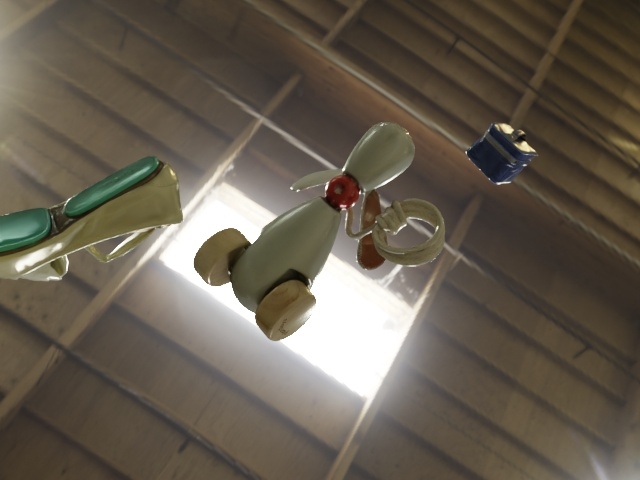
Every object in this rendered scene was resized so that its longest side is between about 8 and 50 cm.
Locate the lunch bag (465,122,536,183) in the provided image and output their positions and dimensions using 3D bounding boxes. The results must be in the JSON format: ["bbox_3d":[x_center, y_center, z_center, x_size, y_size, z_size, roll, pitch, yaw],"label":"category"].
[{"bbox_3d":[0.251,-0.122,1.202,0.067,0.065,0.098,49,-155,13],"label":"lunch bag"}]

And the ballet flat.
[{"bbox_3d":[-0.253,-0.003,0.889,0.248,0.086,0.086,-22,-116,0],"label":"ballet flat"}]

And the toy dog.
[{"bbox_3d":[0.000,0.000,1.193,0.333,0.161,0.220,-25,-110,2],"label":"toy dog"}]
